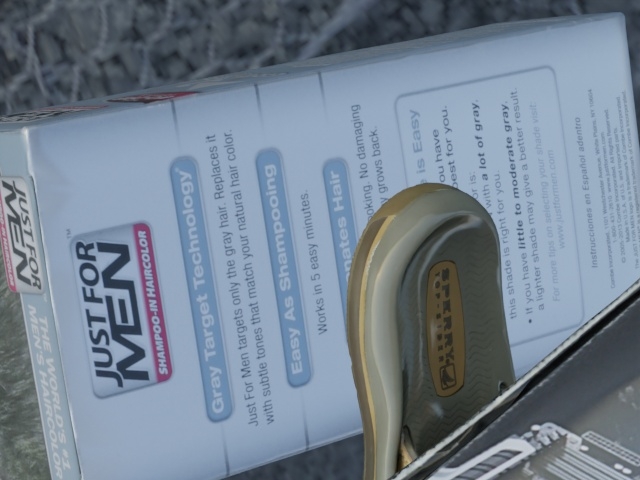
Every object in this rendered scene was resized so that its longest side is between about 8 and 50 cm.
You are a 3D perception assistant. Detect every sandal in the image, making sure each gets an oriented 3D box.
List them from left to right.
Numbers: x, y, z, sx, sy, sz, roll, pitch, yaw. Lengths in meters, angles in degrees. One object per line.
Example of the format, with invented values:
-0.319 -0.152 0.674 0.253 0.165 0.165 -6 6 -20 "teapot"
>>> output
0.048 0.072 0.560 0.072 0.049 0.180 -22 111 -45 "sandal"

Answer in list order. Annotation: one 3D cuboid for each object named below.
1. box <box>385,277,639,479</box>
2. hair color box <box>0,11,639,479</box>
0.141 0.062 0.433 0.242 0.076 0.307 -40 153 -6 "box"
0.000 0.000 0.998 0.374 0.113 0.185 -14 101 -35 "hair color box"
